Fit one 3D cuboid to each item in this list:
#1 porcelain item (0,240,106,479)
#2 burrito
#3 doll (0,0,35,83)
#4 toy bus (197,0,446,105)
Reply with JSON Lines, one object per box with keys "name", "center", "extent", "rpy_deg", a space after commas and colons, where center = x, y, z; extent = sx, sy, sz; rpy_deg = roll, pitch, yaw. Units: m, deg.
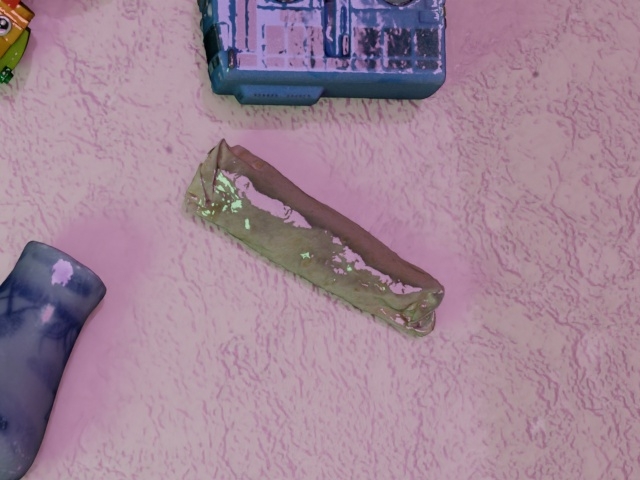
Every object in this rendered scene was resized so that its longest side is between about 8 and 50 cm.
{"name": "porcelain item", "center": [-0.299, 0.128, 1.799], "extent": [0.141, 0.141, 0.259], "rpy_deg": [33, 70, -2]}
{"name": "burrito", "center": [0.000, 0.000, 1.890], "extent": [0.275, 0.059, 0.082], "rpy_deg": [30, 86, -2]}
{"name": "doll", "center": [-0.366, -0.207, 1.846], "extent": [0.186, 0.106, 0.134], "rpy_deg": [9, 98, -6]}
{"name": "toy bus", "center": [0.000, -0.198, 1.888], "extent": [0.234, 0.116, 0.133], "rpy_deg": [0, 85, -9]}
